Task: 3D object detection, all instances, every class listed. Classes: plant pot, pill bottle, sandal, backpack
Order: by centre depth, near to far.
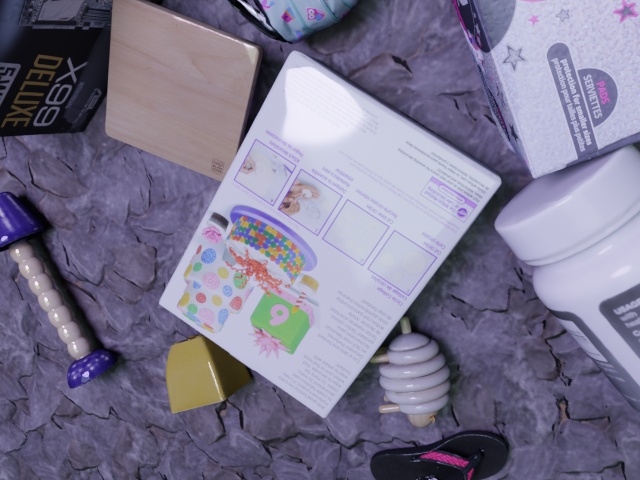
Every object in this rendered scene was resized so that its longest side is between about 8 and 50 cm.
[{"bbox_3d":[0.310,0.051,0.468,0.161,0.161,0.283,-40,92,20],"label":"pill bottle"},{"bbox_3d":[-0.040,-0.286,0.480,0.115,0.152,0.182,-19,111,27],"label":"backpack"},{"bbox_3d":[0.148,0.287,0.632,0.179,0.040,0.067,-19,99,18],"label":"sandal"},{"bbox_3d":[-0.152,0.164,0.657,0.081,0.081,0.083,-19,88,18],"label":"plant pot"}]

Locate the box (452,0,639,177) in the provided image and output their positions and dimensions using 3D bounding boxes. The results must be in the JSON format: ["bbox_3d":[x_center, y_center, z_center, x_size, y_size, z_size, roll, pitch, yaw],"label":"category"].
[{"bbox_3d":[0.204,-0.203,0.419,0.163,0.142,0.247,-21,107,18],"label":"box"}]

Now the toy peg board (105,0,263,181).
[{"bbox_3d":[-0.147,-0.175,0.575,0.161,0.079,0.160,23,124,4],"label":"toy peg board"}]

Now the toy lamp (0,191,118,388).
[{"bbox_3d":[-0.376,0.065,0.688,0.080,0.080,0.274,-23,100,18],"label":"toy lamp"}]

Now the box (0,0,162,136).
[{"bbox_3d":[-0.270,-0.241,0.494,0.076,0.242,0.307,42,109,1],"label":"box"}]

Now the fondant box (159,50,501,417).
[{"bbox_3d":[0.000,0.000,0.567,0.238,0.096,0.330,34,108,4],"label":"fondant box"}]

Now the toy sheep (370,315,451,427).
[{"bbox_3d":[0.107,0.154,0.586,0.091,0.091,0.132,-12,94,16],"label":"toy sheep"}]
